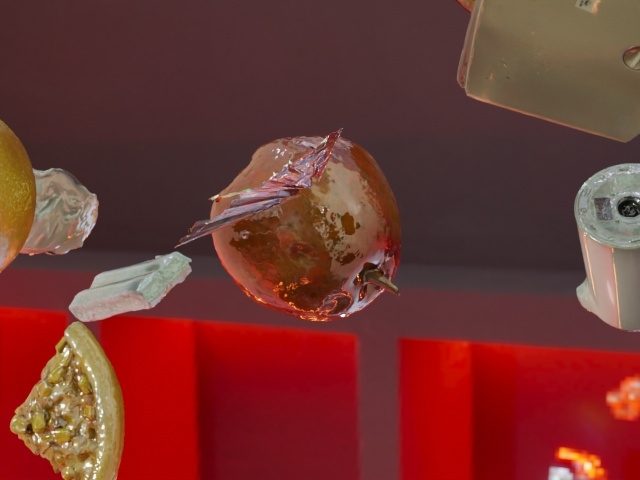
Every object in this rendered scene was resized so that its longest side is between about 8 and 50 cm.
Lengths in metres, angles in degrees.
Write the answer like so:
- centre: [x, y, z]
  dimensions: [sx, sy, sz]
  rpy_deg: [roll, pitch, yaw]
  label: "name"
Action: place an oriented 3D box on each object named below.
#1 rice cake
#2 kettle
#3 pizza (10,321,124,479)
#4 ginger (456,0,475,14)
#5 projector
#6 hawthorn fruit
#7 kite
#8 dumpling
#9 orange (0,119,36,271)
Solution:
- centre: [-0.250, 0.062, 1.730]
  dimensions: [0.040, 0.226, 0.085]
  rpy_deg: [52, -122, -16]
  label: "rice cake"
- centre: [0.303, 0.006, 1.245]
  dimensions: [0.127, 0.098, 0.148]
  rpy_deg: [-31, -40, -9]
  label: "kettle"
- centre: [-0.243, 0.165, 1.262]
  dimensions: [0.041, 0.131, 0.178]
  rpy_deg: [8, -97, -63]
  label: "pizza"
- centre: [0.144, -0.241, 1.213]
  dimensions: [0.162, 0.073, 0.103]
  rpy_deg: [54, -152, 12]
  label: "ginger"
- centre: [0.220, -0.195, 0.981]
  dimensions: [0.269, 0.193, 0.088]
  rpy_deg: [104, -176, -53]
  label: "projector"
- centre: [0.000, 0.000, 1.906]
  dimensions: [0.277, 0.298, 0.277]
  rpy_deg: [-37, -30, -25]
  label: "hawthorn fruit"
- centre: [-0.051, -0.058, 1.380]
  dimensions: [0.183, 0.241, 0.014]
  rpy_deg: [-12, -107, -55]
  label: "kite"
- centre: [-0.363, -0.043, 1.704]
  dimensions: [0.188, 0.127, 0.108]
  rpy_deg: [35, -141, -34]
  label: "dumpling"
- centre: [-0.428, -0.050, 1.499]
  dimensions: [0.236, 0.236, 0.236]
  rpy_deg: [-5, -84, -60]
  label: "orange"
